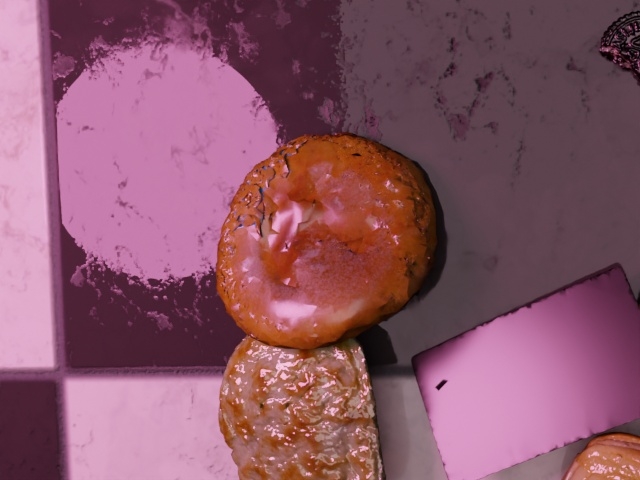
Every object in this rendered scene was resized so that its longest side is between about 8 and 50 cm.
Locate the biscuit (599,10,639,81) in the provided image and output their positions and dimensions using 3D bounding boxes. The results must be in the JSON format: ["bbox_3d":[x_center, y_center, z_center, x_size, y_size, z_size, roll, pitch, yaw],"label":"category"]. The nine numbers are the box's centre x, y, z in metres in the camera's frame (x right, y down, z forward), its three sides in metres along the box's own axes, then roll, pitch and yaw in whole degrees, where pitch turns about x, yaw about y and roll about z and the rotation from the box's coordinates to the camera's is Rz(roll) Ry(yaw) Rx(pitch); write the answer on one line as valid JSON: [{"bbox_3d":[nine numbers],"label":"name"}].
[{"bbox_3d":[0.346,-0.203,1.122,0.089,0.027,0.087,-9,88,14],"label":"biscuit"}]

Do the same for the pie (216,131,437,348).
[{"bbox_3d":[0.000,-0.001,1.178,0.273,0.069,0.273,-5,68,12],"label":"pie"}]

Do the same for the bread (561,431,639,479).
[{"bbox_3d":[0.363,0.278,1.064,0.236,0.140,0.106,26,79,24],"label":"bread"}]

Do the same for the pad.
[{"bbox_3d":[0.232,0.149,1.129,0.265,0.009,0.160,-27,64,22],"label":"pad"}]

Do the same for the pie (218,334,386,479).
[{"bbox_3d":[-0.018,0.209,1.200,0.201,0.090,0.248,-8,89,25],"label":"pie"}]

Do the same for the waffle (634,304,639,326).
[{"bbox_3d":[0.445,0.097,1.041,0.253,0.056,0.249,-28,89,40],"label":"waffle"}]
